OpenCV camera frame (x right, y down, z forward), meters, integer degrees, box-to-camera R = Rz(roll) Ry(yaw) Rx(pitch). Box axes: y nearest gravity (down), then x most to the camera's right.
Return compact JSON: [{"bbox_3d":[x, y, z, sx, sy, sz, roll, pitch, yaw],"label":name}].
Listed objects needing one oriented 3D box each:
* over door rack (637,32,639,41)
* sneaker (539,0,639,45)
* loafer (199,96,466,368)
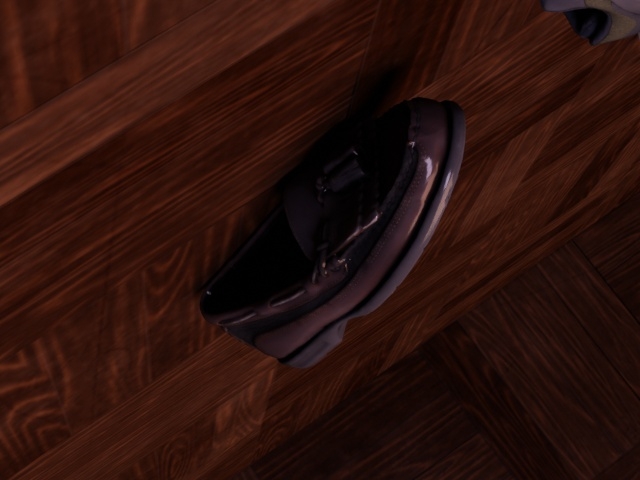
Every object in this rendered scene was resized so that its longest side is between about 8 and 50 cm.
[{"bbox_3d":[0.443,-0.245,1.322,0.324,0.108,0.239,-39,169,10],"label":"over door rack"},{"bbox_3d":[0.214,-0.185,0.953,0.121,0.111,0.300,-31,166,21],"label":"sneaker"},{"bbox_3d":[0.000,0.000,1.016,0.095,0.109,0.302,15,144,-16],"label":"loafer"}]
